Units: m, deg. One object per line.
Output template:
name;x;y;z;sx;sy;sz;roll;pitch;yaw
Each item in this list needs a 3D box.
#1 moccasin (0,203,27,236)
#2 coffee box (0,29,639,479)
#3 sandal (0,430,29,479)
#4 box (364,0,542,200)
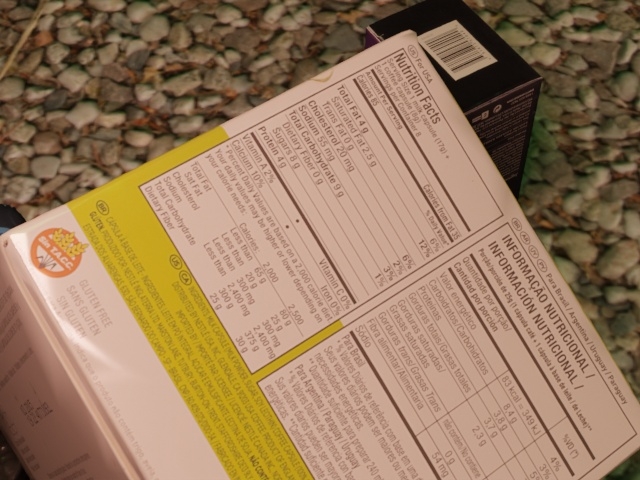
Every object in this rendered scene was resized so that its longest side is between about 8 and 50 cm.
moccasin;-0.455;0.006;1.238;0.342;0.137;0.116;-10;48;-10
coffee box;-0.033;0.104;0.958;0.334;0.338;0.338;-31;89;-26
sandal;-0.305;0.177;1.140;0.168;0.107;0.446;24;43;19
box;0.126;-0.120;1.300;0.108;0.207;0.153;-26;56;-20
